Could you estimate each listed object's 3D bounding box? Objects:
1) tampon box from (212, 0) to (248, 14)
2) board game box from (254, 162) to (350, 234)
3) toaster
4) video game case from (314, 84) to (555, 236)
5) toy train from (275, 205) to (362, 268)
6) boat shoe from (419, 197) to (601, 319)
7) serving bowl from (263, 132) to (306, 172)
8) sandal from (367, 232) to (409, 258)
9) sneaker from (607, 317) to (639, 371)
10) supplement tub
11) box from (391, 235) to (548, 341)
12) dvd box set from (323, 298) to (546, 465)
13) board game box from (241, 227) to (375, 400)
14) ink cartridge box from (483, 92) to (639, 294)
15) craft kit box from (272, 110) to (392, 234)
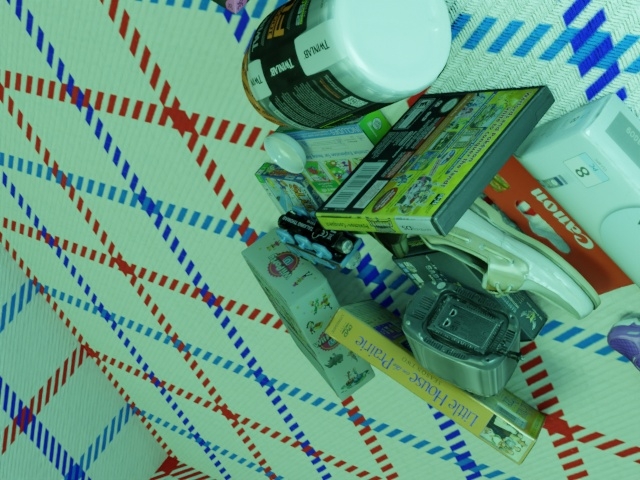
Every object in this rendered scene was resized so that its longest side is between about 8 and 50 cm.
[{"bbox_3d":[-0.108,-0.415,1.675,0.101,0.161,0.120,32,155,16],"label":"tampon box"},{"bbox_3d":[-0.024,-0.057,2.320,0.136,0.035,0.201,10,143,47],"label":"board game box"},{"bbox_3d":[0.250,0.172,2.086,0.227,0.129,0.146,23,155,24],"label":"toaster"},{"bbox_3d":[0.154,-0.111,1.694,0.248,0.275,0.035,4,135,52],"label":"video game case"},{"bbox_3d":[0.000,0.000,2.234,0.184,0.080,0.105,21,161,43],"label":"toy train"},{"bbox_3d":[0.292,0.039,1.936,0.302,0.103,0.113,36,168,16],"label":"boat shoe"},{"bbox_3d":[-0.055,-0.153,2.084,0.083,0.027,0.083,31,154,17],"label":"serving bowl"},{"bbox_3d":[0.112,-0.051,1.964,0.120,0.086,0.303,46,176,10],"label":"sandal"},{"bbox_3d":[0.544,0.213,1.915,0.236,0.104,0.095,33,156,16],"label":"sneaker"},{"bbox_3d":[0.023,-0.262,1.719,0.193,0.193,0.316,46,154,-16],"label":"supplement tub"},{"bbox_3d":[0.257,0.083,2.142,0.232,0.059,0.183,47,153,-18],"label":"box"},{"bbox_3d":[0.223,0.253,2.302,0.420,0.062,0.307,34,-172,11],"label":"dvd box set"},{"bbox_3d":[-0.022,0.151,2.513,0.224,0.097,0.303,45,168,48],"label":"board game box"},{"bbox_3d":[0.381,-0.023,1.755,0.308,0.091,0.385,44,154,-10],"label":"ink cartridge box"},{"bbox_3d":[0.070,-0.112,2.078,0.250,0.061,0.246,1,133,54],"label":"craft kit box"}]
